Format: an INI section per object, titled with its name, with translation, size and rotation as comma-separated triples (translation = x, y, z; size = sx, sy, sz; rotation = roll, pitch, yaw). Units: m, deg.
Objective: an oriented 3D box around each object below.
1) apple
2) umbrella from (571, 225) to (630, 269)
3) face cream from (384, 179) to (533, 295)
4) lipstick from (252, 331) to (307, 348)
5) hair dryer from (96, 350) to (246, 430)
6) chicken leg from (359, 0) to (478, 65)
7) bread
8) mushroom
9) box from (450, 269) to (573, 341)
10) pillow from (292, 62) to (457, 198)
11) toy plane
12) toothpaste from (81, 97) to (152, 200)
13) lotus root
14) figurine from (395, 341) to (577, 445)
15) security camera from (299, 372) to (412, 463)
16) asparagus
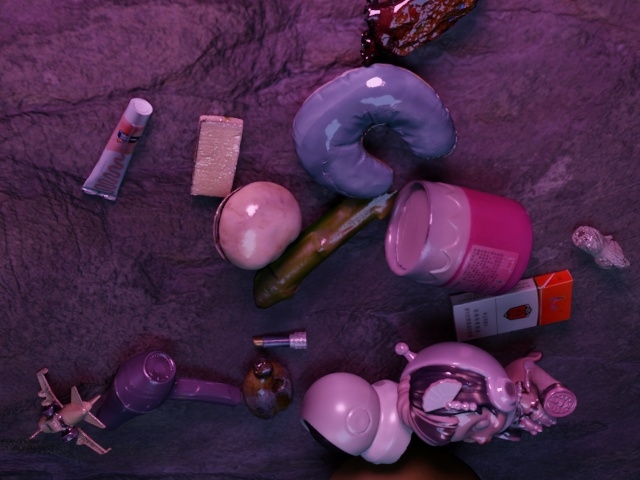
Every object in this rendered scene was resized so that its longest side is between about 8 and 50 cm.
[apple]
translation = 0.227, 0.734, 1.725
size = 0.474, 0.473, 0.473
rotation = -4, 136, -4
[umbrella]
translation = 0.538, 0.017, 1.294
size = 0.143, 0.067, 0.062
rotation = 30, 96, -25
[face cream]
translation = 0.229, -0.004, 1.149
size = 0.195, 0.175, 0.175
rotation = 10, 134, -19
[lipstick]
translation = -0.086, 0.214, 1.431
size = 0.116, 0.037, 0.037
rotation = -4, 136, 1
[hair dryer]
translation = -0.300, 0.357, 1.514
size = 0.361, 0.121, 0.301
rotation = 16, 140, -29
[chicken leg]
translation = 0.140, -0.316, 0.898
size = 0.234, 0.063, 0.105
rotation = -30, 136, 19
[bread]
translation = -0.165, -0.130, 1.071
size = 0.068, 0.028, 0.153
rotation = 5, 134, -13
[mushroom]
translation = -0.105, -0.026, 1.129
size = 0.154, 0.122, 0.154
rotation = -17, 116, -37
[box]
translation = 0.398, 0.140, 1.420
size = 0.245, 0.035, 0.139
rotation = -12, 136, 5
[pillow]
translation = 0.074, -0.158, 1.023
size = 0.233, 0.086, 0.214
rotation = -35, 121, 24
[toy plane]
translation = -0.564, 0.388, 1.488
size = 0.244, 0.092, 0.229
rotation = -27, 101, 36
[toothpaste]
translation = -0.311, -0.134, 1.044
size = 0.056, 0.036, 0.205
rotation = 18, 135, -26
[lotus root]
translation = -0.117, 0.324, 1.502
size = 0.113, 0.088, 0.192
rotation = -25, 138, -16
[figurine]
translation = 0.329, 0.332, 1.458
size = 0.361, 0.211, 0.253
rotation = 5, 132, -23
[security camera]
translation = 0.071, 0.390, 1.528
size = 0.236, 0.194, 0.194
rotation = 19, 130, -21
[asparagus]
translation = 0.001, 0.001, 1.192
size = 0.082, 0.085, 0.343
rotation = 37, 116, -23
